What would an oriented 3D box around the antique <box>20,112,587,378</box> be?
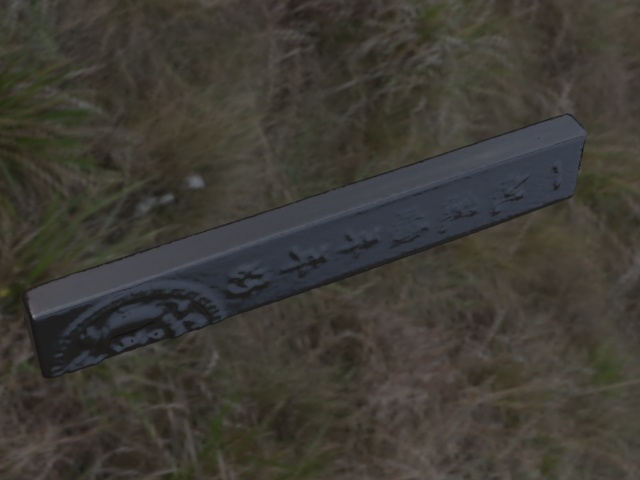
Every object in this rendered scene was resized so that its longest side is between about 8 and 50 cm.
[{"bbox_3d":[0.000,0.000,0.434,0.192,0.031,0.015,-18,45,-16],"label":"antique"}]
